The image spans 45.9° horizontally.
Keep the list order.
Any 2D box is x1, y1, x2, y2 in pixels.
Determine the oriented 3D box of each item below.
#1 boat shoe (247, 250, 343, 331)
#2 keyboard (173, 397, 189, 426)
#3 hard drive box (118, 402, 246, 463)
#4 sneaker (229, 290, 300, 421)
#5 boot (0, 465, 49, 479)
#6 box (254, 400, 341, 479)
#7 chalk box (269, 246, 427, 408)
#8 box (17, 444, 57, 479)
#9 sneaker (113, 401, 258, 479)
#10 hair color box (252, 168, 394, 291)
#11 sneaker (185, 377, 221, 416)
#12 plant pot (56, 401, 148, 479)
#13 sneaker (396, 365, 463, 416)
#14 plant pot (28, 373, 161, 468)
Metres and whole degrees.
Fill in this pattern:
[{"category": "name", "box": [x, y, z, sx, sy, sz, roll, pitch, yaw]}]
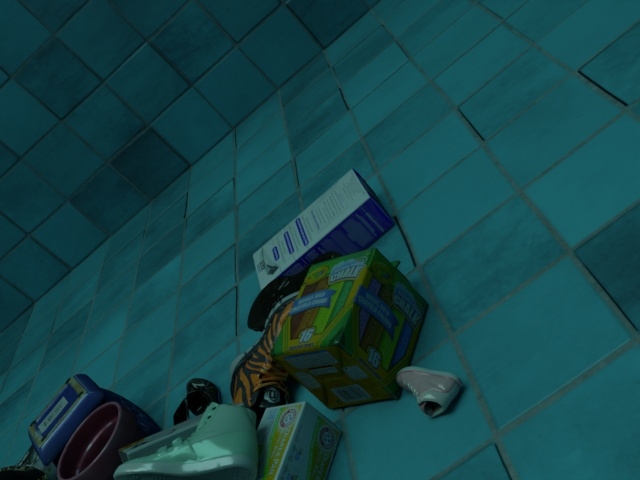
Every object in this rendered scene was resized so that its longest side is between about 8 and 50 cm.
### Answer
[{"category": "boat shoe", "box": [-0.032, 0.138, 1.650, 0.324, 0.120, 0.123, -29, 37, 42]}, {"category": "keyboard", "box": [-0.288, 0.445, 1.636, 0.100, 0.038, 0.192, -53, 35, 35]}, {"category": "hard drive box", "box": [-0.256, 0.398, 1.452, 0.232, 0.089, 0.181, -19, -6, -24]}, {"category": "sneaker", "box": [-0.075, 0.255, 1.535, 0.321, 0.124, 0.180, -54, 26, 27]}, {"category": "boot", "box": [-0.713, 0.644, 1.826, 0.284, 0.377, 0.138, 57, -139, -82]}, {"category": "box", "box": [-0.061, 0.396, 1.318, 0.114, 0.103, 0.203, -21, 34, 41]}, {"category": "chalk box", "box": [0.068, 0.140, 1.422, 0.180, 0.179, 0.289, -20, 35, 41]}, {"category": "box", "box": [-0.749, 0.576, 2.143, 0.183, 0.056, 0.231, -11, 42, 51]}, {"category": "sneaker", "box": [-0.227, 0.364, 1.324, 0.255, 0.094, 0.151, -10, 37, 9]}, {"category": "hair color box", "box": [0.000, 0.000, 1.820, 0.338, 0.110, 0.185, -39, 27, 9]}, {"category": "sneaker", "box": [-0.272, 0.357, 1.726, 0.067, 0.078, 0.188, -46, 25, -3]}, {"category": "plant pot", "box": [-0.446, 0.488, 1.671, 0.201, 0.180, 0.201, -34, 27, 21]}, {"category": "sneaker", "box": [0.166, 0.251, 1.254, 0.134, 0.051, 0.070, -5, 41, 48]}, {"category": "plant pot", "box": [-0.565, 0.470, 1.842, 0.236, 0.212, 0.236, -52, 27, -15]}]
